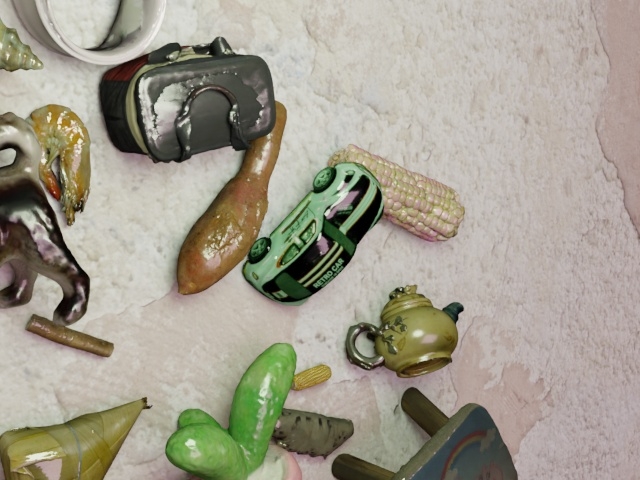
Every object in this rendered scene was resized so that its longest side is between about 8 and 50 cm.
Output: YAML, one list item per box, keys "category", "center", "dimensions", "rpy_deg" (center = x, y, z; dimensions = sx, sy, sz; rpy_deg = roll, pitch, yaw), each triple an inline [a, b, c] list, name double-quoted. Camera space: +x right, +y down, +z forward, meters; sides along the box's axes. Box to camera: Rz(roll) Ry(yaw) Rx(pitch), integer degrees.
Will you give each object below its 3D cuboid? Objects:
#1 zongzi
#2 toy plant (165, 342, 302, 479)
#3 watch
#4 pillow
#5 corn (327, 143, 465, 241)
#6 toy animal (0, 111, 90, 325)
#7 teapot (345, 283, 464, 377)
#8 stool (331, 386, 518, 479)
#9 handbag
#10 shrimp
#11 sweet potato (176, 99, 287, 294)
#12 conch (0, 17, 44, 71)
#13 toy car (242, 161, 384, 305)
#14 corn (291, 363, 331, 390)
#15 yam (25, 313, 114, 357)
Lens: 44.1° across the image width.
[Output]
- category: "zongzi"
  center: [-0.381, 0.388, 1.278]
  dimensions: [0.256, 0.115, 0.228]
  rpy_deg: [-15, 109, -45]
- category: "toy plant"
  center: [-0.129, 0.401, 1.400]
  dimensions: [0.317, 0.210, 0.356]
  rpy_deg: [-36, 117, -45]
- category: "watch"
  center: [-0.309, -0.376, 1.168]
  dimensions: [0.244, 0.196, 0.232]
  rpy_deg: [-1, 104, -39]
- category: "pillow"
  center: [-0.029, 0.383, 1.558]
  dimensions: [0.241, 0.051, 0.093]
  rpy_deg: [19, 86, -38]
- category: "corn"
  center: [0.149, -0.091, 1.585]
  dimensions: [0.335, 0.126, 0.127]
  rpy_deg: [21, 84, -31]
- category: "toy animal"
  center: [-0.518, -0.008, 1.066]
  dimensions: [0.344, 0.194, 0.303]
  rpy_deg: [-16, 112, -37]
- category: "teapot"
  center: [0.176, 0.181, 1.631]
  dimensions: [0.269, 0.173, 0.183]
  rpy_deg: [-10, 66, -11]
- category: "stool"
  center: [0.221, 0.503, 1.653]
  dimensions: [0.310, 0.226, 0.310]
  rpy_deg: [-38, 118, -27]
- category: "handbag"
  center: [-0.206, -0.226, 1.258]
  dimensions: [0.254, 0.181, 0.181]
  rpy_deg: [-18, 111, -34]
- category: "shrimp"
  center: [-0.402, -0.116, 1.225]
  dimensions: [0.101, 0.042, 0.190]
  rpy_deg: [-10, 104, -14]
- category: "sweet potato"
  center: [-0.140, -0.067, 1.385]
  dimensions: [0.109, 0.109, 0.385]
  rpy_deg: [39, 68, -33]
- category: "conch"
  center: [-0.504, -0.270, 1.093]
  dimensions: [0.233, 0.114, 0.137]
  rpy_deg: [0, 86, -1]
- category: "toy car"
  center: [0.000, 0.000, 1.443]
  dimensions: [0.306, 0.125, 0.136]
  rpy_deg: [-46, 124, 6]
- category: "corn"
  center: [-0.020, 0.270, 1.557]
  dimensions: [0.092, 0.037, 0.037]
  rpy_deg: [-15, 105, -35]
- category: "yam"
  center: [-0.400, 0.155, 1.267]
  dimensions: [0.145, 0.032, 0.032]
  rpy_deg: [28, 80, -35]
